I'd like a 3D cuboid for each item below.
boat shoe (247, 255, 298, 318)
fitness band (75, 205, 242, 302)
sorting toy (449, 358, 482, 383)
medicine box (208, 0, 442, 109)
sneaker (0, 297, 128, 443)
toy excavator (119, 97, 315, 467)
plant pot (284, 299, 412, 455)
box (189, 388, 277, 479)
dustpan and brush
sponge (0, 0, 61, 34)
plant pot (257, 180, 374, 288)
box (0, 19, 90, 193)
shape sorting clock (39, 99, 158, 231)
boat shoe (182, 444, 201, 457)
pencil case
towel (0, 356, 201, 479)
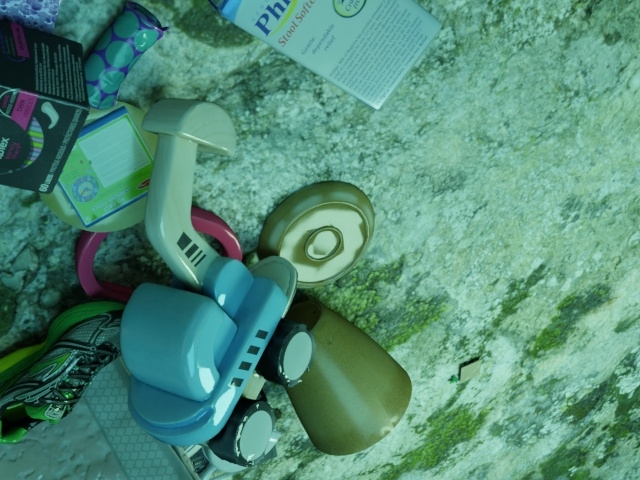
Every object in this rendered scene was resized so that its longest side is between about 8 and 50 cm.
[{"bbox_3d":[-0.135,0.169,1.576,0.324,0.116,0.096,-59,159,8],"label":"boat shoe"},{"bbox_3d":[-0.269,0.031,1.463,0.290,0.054,0.209,15,113,-37],"label":"fitness band"},{"bbox_3d":[0.339,0.309,2.033,0.083,0.012,0.062,-19,136,-20],"label":"sorting toy"},{"bbox_3d":[-0.030,-0.343,1.161,0.289,0.263,0.149,23,110,-39],"label":"medicine box"},{"bbox_3d":[-0.412,0.221,1.431,0.343,0.146,0.134,-35,137,12],"label":"sneaker"},{"bbox_3d":[-0.188,0.071,1.319,0.433,0.222,0.445,-63,144,-22],"label":"toy excavator"},{"bbox_3d":[0.016,0.242,1.685,0.237,0.237,0.254,-35,118,-1],"label":"plant pot"},{"bbox_3d":[-0.210,0.411,1.777,0.230,0.056,0.183,-19,132,-15],"label":"box"},{"bbox_3d":[-0.193,0.430,1.732,0.147,0.060,0.211,27,102,-29],"label":"dustpan and brush"},{"bbox_3d":[-0.389,-0.346,1.119,0.117,0.031,0.210,7,121,-32],"label":"sponge"},{"bbox_3d":[0.000,0.000,1.598,0.236,0.032,0.236,-15,130,-18],"label":"plant pot"},{"bbox_3d":[-0.451,-0.185,1.099,0.270,0.143,0.165,12,132,-30],"label":"box"},{"bbox_3d":[-0.326,-0.111,1.311,0.206,0.040,0.206,-6,108,-18],"label":"shape sorting clock"},{"bbox_3d":[-0.352,0.374,1.597,0.340,0.127,0.158,-32,157,-3],"label":"boat shoe"},{"bbox_3d":[-0.284,-0.258,1.222,0.070,0.064,0.152,33,105,-25],"label":"pencil case"},{"bbox_3d":[-0.398,0.393,1.488,0.317,0.332,0.053,-34,162,-3],"label":"towel"}]
